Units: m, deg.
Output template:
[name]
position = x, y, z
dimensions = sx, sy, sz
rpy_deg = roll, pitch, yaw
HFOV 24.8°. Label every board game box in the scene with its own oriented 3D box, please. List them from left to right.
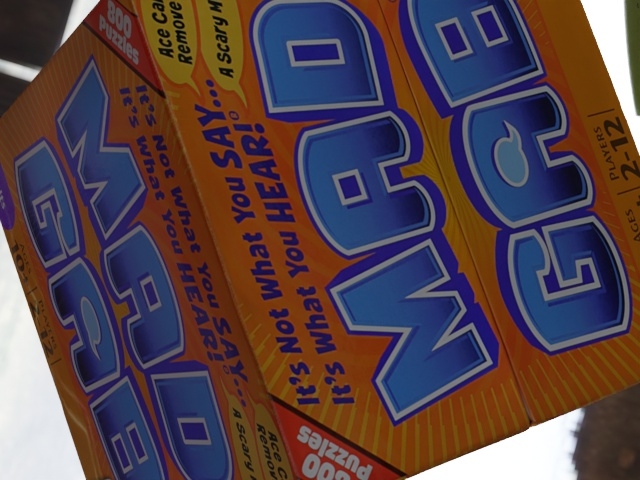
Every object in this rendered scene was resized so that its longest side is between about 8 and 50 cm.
[board game box]
position = 0.000, 0.000, 1.115
dimensions = 0.356, 0.356, 0.356
rpy_deg = -29, -101, 59

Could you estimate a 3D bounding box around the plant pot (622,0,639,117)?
[plant pot]
position = 0.504, -0.292, 1.887
dimensions = 0.275, 0.274, 0.294
rpy_deg = -120, -140, -84
